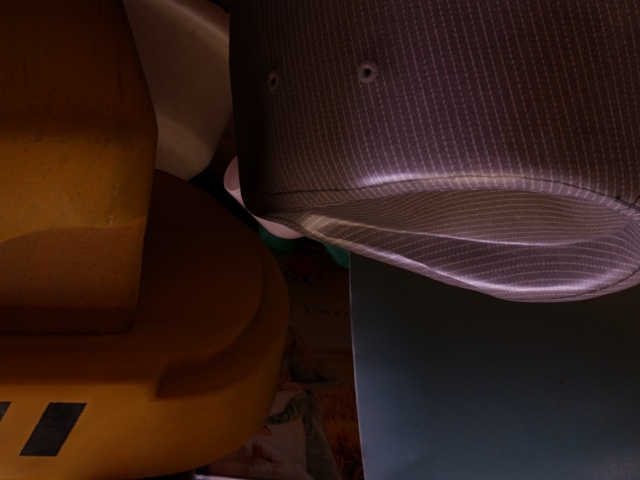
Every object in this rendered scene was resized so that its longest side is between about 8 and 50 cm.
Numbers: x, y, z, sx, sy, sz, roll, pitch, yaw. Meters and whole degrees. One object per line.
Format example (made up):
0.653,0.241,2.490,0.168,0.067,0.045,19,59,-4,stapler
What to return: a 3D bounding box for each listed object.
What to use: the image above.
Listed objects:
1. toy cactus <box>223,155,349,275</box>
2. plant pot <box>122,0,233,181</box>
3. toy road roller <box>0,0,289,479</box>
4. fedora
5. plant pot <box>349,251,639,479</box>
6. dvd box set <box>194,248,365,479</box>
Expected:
0.000,0.000,1.156,0.180,0.112,0.219,33,170,-35,toy cactus
-0.226,0.007,0.852,0.334,0.305,0.334,14,171,2,plant pot
-0.175,0.022,0.586,0.329,0.240,0.202,2,-150,-16,toy road roller
0.050,-0.052,0.617,0.275,0.124,0.244,6,167,43,fedora
0.155,0.105,0.955,0.235,0.293,0.293,-7,168,7,plant pot
-0.099,0.101,1.255,0.308,0.062,0.420,7,-159,-4,dvd box set
